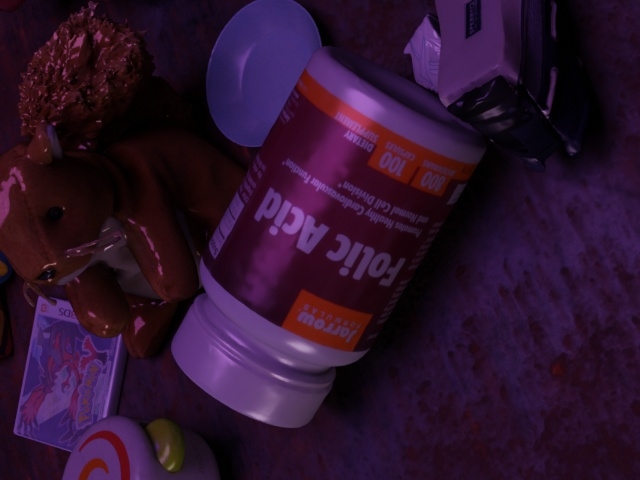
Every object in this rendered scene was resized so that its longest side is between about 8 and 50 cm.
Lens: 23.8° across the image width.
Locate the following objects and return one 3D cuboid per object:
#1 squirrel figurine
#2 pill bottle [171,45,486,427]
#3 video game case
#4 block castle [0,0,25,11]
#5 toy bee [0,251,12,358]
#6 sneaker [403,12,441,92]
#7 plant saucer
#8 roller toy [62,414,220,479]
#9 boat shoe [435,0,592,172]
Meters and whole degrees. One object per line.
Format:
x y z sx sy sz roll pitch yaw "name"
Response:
-0.285 -0.077 1.871 0.281 0.370 0.397 -27 67 33 "squirrel figurine"
0.000 0.000 1.723 0.224 0.224 0.392 40 108 36 "pill bottle"
-0.343 0.187 2.099 0.183 0.023 0.201 9 88 40 "video game case"
-0.294 -0.497 2.063 0.453 0.213 0.303 -10 64 31 "block castle"
-0.543 0.033 2.200 0.195 0.162 0.298 -44 58 27 "toy bee"
0.145 -0.190 1.754 0.061 0.053 0.152 -47 50 30 "sneaker"
-0.063 -0.211 1.931 0.195 0.037 0.195 -7 79 38 "plant saucer"
-0.222 0.321 1.896 0.209 0.146 0.191 -8 70 49 "roller toy"
0.217 -0.225 1.667 0.127 0.158 0.340 -27 38 38 "boat shoe"
